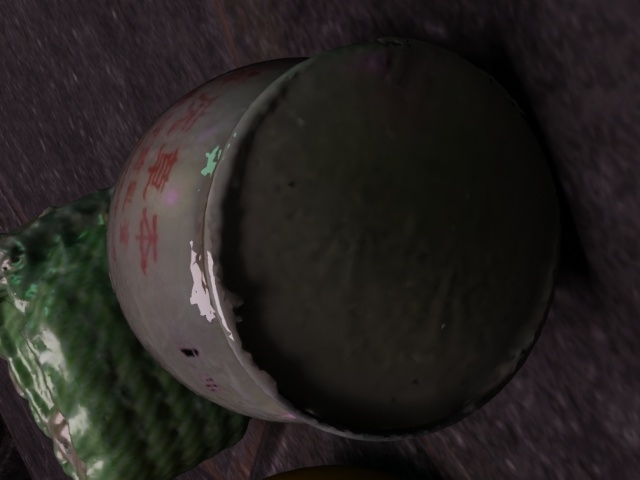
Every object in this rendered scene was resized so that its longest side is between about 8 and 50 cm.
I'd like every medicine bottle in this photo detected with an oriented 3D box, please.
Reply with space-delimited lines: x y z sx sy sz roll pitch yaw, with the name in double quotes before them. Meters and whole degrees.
"medicine bottle" 0.000 0.000 0.528 0.143 0.147 0.147 0 116 66

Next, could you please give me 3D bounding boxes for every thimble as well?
"thimble" -0.142 0.067 0.958 0.219 0.150 0.219 50 158 30

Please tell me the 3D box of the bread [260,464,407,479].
"bread" 0.014 0.315 0.754 0.424 0.245 0.329 20 134 56
